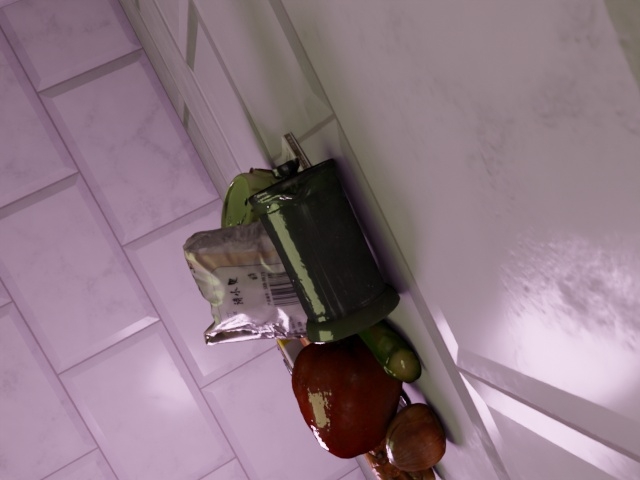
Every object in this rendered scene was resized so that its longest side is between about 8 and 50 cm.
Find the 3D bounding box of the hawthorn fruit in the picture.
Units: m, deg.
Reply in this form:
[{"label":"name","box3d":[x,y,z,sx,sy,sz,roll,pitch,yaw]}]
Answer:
[{"label":"hawthorn fruit","box3d":[0.067,0.375,1.423,0.295,0.294,0.312,88,177,-65]}]

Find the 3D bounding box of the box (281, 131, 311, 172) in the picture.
[{"label":"box","box3d":[-0.034,-0.141,1.310,0.198,0.029,0.109,60,168,14]}]

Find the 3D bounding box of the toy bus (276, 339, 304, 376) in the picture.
[{"label":"toy bus","box3d":[0.021,0.504,2.098,0.440,0.209,0.249,58,167,24]}]

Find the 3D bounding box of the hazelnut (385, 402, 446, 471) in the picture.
[{"label":"hazelnut","box3d":[0.216,0.462,1.335,0.150,0.150,0.150,57,167,21]}]

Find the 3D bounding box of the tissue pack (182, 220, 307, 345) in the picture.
[{"label":"tissue pack","box3d":[-0.135,0.121,1.431,0.195,0.389,0.376,-92,-5,-54]}]

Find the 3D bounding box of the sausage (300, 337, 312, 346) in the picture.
[{"label":"sausage","box3d":[0.001,0.377,1.977,0.419,0.094,0.094,50,157,30]}]

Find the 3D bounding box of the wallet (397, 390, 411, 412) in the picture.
[{"label":"wallet","box3d":[0.221,0.447,1.582,0.082,0.018,0.157,54,165,30]}]

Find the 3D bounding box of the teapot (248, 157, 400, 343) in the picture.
[{"label":"teapot","box3d":[0.000,0.000,1.135,0.270,0.200,0.337,-79,-35,-79]}]

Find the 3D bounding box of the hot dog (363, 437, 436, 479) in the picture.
[{"label":"hot dog","box3d":[0.212,0.633,1.729,0.349,0.158,0.117,-134,32,-63]}]

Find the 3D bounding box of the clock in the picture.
[{"label":"clock","box3d":[-0.194,-0.063,1.634,0.286,0.117,0.348,-65,34,29]}]

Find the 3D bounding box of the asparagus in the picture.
[{"label":"asparagus","box3d":[0.120,0.205,1.333,0.085,0.082,0.343,22,-164,-34]}]
